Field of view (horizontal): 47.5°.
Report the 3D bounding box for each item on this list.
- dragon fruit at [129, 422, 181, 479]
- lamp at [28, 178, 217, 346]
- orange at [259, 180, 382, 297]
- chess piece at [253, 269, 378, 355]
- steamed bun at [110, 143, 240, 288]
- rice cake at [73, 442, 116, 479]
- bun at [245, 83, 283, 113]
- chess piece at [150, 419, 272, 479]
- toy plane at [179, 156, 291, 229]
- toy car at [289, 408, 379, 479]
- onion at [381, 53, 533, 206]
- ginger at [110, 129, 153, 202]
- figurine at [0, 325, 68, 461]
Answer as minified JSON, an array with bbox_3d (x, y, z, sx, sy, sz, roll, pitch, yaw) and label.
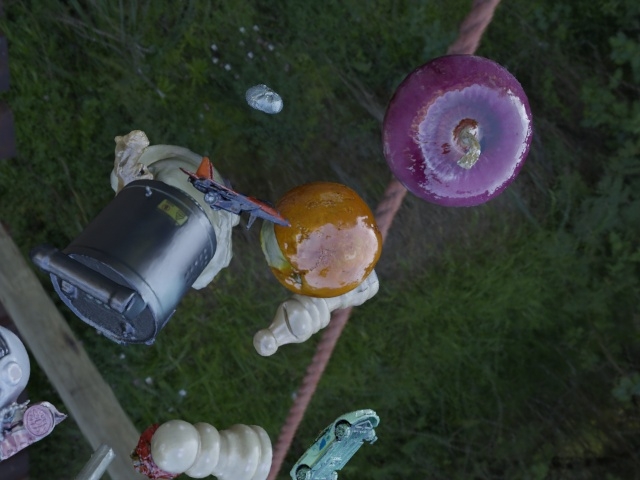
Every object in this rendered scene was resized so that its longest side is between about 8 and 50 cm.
[{"bbox_3d":[-0.430,0.569,1.871,0.106,0.162,0.083,-24,-163,-5],"label":"dragon fruit"},{"bbox_3d":[-0.307,0.022,1.235,0.272,0.205,0.374,-61,176,-23],"label":"lamp"},{"bbox_3d":[0.000,0.000,1.454,0.240,0.240,0.240,-31,158,-14],"label":"orange"},{"bbox_3d":[-0.019,0.151,1.586,0.307,0.124,0.138,-35,-177,-25],"label":"chess piece"},{"bbox_3d":[-0.326,-0.079,1.748,0.247,0.339,0.352,-40,148,-12],"label":"steamed bun"},{"bbox_3d":[-0.606,0.623,1.858,0.052,0.057,0.256,-4,-151,24],"label":"rice cake"},{"bbox_3d":[-0.117,-0.299,1.532,0.083,0.083,0.045,-9,133,-50],"label":"bun"},{"bbox_3d":[-0.278,0.519,1.802,0.299,0.167,0.167,26,118,-39],"label":"chess piece"},{"bbox_3d":[-0.134,-0.061,1.146,0.061,0.189,0.130,-54,174,-6],"label":"toy plane"},{"bbox_3d":[0.024,0.342,1.212,0.093,0.058,0.186,23,112,-46],"label":"toy car"},{"bbox_3d":[0.335,-0.254,1.695,0.358,0.359,0.345,-27,-162,-25],"label":"onion"},{"bbox_3d":[-0.400,-0.105,1.542,0.089,0.075,0.288,3,122,-11],"label":"ginger"},{"bbox_3d":[-0.823,0.373,1.828,0.253,0.361,0.211,-34,-172,7],"label":"figurine"}]
